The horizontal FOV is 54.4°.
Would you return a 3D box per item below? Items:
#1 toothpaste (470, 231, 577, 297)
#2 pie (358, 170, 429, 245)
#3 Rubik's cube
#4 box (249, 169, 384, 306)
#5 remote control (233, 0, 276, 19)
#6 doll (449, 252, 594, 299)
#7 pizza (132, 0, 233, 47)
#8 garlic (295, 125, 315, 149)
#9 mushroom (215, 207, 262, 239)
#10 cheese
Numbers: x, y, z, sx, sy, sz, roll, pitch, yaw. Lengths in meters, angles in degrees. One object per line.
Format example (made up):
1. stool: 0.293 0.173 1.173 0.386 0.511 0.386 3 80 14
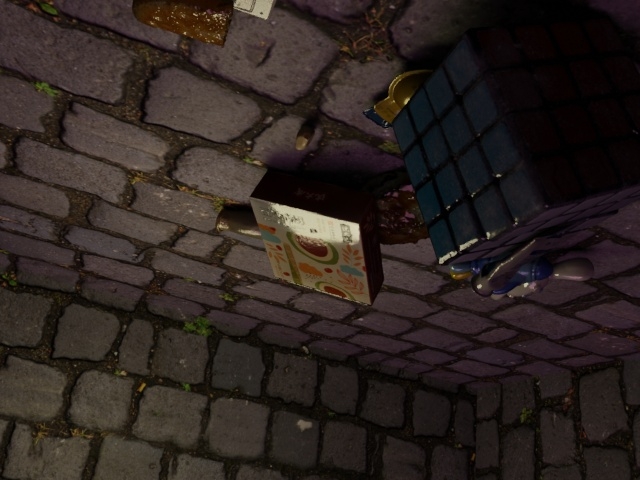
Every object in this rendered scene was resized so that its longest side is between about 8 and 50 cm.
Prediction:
1. toothpaste: 0.394 0.042 1.250 0.096 0.061 0.266 -8 158 -24
2. pie: 0.252 -0.088 1.816 0.288 0.102 0.355 26 147 -33
3. Rubik's cube: 0.386 -0.176 1.180 0.344 0.344 0.337 -11 163 -22
4. box: 0.000 0.000 1.855 0.345 0.122 0.385 14 144 22
5. remote control: -0.176 -0.483 1.181 0.190 0.029 0.087 14 154 -13
6. doll: 0.625 0.108 2.020 0.366 0.187 0.376 16 137 -34
7. pizza: -0.248 -0.442 1.219 0.292 0.058 0.197 13 177 40
8. garlic: -0.039 -0.264 1.580 0.041 0.053 0.083 30 165 -9
9. mushroom: -0.220 -0.053 2.049 0.247 0.108 0.096 8 115 -4
10. cheese: 0.211 -0.310 1.387 0.177 0.069 0.270 26 152 -34
